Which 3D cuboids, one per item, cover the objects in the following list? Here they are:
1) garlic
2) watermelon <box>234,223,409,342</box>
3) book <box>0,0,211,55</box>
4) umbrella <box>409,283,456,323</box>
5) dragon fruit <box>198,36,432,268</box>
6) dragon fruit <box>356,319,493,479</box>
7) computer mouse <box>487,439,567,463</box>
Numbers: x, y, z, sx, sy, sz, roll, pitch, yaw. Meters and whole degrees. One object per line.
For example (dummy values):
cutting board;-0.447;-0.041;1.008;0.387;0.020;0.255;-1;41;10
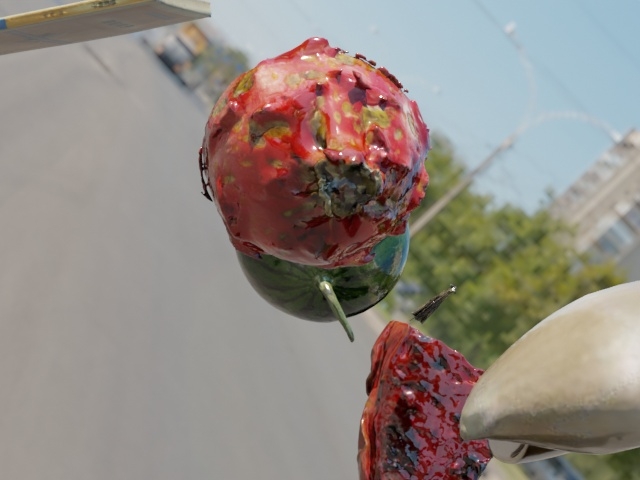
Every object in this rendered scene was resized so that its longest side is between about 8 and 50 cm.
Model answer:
garlic;0.246;0.076;1.046;0.143;0.318;0.112;130;-42;-71
watermelon;0.000;0.000;1.771;0.188;0.188;0.214;47;23;-21
book;-0.240;-0.201;1.566;0.170;0.242;0.018;-13;94;-76
umbrella;0.146;0.082;2.174;0.020;0.083;0.031;48;30;4
dragon fruit;-0.004;-0.033;1.028;0.153;0.153;0.111;47;13;-19
dragon fruit;0.124;0.296;2.352;0.228;0.286;0.329;30;-7;6
computer mouse;0.224;0.134;1.401;0.310;0.158;0.072;110;-42;-78
